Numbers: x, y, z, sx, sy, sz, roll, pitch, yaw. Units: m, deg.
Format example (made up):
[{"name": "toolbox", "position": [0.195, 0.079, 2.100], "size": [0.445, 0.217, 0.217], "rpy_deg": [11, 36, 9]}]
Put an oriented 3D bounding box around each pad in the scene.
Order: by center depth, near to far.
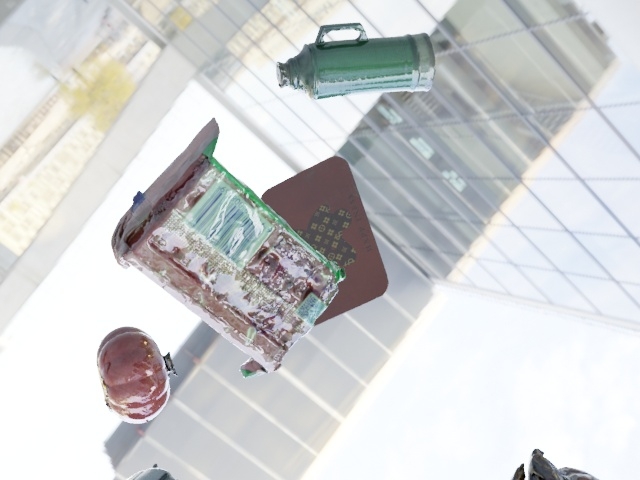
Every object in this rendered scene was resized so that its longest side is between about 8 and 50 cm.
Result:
[{"name": "pad", "position": [0.000, 0.000, 1.360], "size": [0.181, 0.004, 0.267], "rpy_deg": [-26, -114, 16]}]

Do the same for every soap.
[{"name": "soap", "position": [-0.105, 0.021, 1.004], "size": [0.218, 0.273, 0.098], "rpy_deg": [-47, -149, 0]}]

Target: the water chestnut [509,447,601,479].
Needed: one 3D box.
[{"name": "water chestnut", "position": [0.449, 0.549, 1.553], "size": [0.289, 0.244, 0.289], "rpy_deg": [-54, -169, 16]}]

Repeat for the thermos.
[{"name": "thermos", "position": [0.041, -0.213, 0.999], "size": [0.083, 0.188, 0.073], "rpy_deg": [103, -24, -62]}]

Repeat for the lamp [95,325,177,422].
[{"name": "lamp", "position": [-0.335, 0.243, 1.499], "size": [0.140, 0.182, 0.182], "rpy_deg": [-16, -169, -18]}]

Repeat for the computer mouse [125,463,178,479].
[{"name": "computer mouse", "position": [-0.355, 0.554, 1.421], "size": [0.188, 0.122, 0.371], "rpy_deg": [-25, -139, 37]}]
